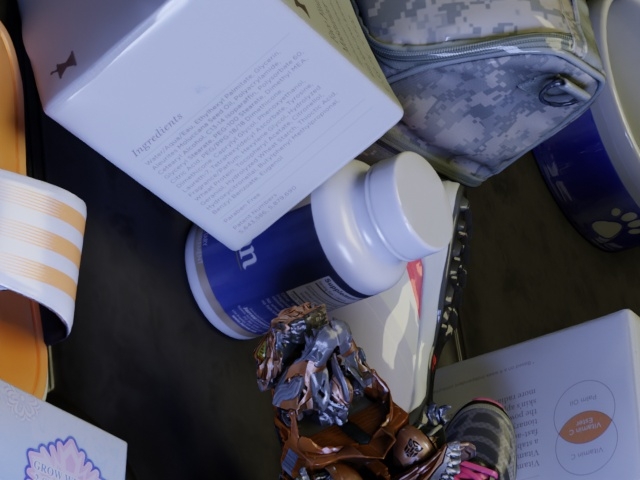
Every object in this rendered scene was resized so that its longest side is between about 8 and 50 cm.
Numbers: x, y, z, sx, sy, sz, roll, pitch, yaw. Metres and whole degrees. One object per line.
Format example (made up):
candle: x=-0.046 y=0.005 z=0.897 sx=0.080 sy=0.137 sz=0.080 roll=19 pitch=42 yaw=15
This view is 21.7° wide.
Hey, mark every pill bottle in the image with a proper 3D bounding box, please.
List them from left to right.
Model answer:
pill bottle: x=0.000 y=0.000 z=1.125 sx=0.094 sy=0.169 sz=0.094 roll=35 pitch=44 yaw=-43

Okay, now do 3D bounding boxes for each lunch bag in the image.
lunch bag: x=0.087 y=-0.204 z=1.301 sx=0.212 sy=0.256 sz=0.305 roll=28 pitch=49 yaw=-48

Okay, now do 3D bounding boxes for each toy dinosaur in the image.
toy dinosaur: x=0.055 y=0.195 z=1.026 sx=0.164 sy=0.218 sz=0.322 roll=-45 pitch=116 yaw=-21

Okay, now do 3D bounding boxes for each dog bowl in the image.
dog bowl: x=0.316 y=-0.125 z=1.760 sx=0.265 sy=0.104 sz=0.264 roll=35 pitch=44 yaw=-44

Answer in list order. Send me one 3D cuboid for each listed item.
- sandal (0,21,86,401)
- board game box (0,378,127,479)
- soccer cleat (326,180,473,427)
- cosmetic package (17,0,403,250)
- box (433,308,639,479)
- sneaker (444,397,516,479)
sandal: x=-0.181 y=-0.031 z=0.951 sx=0.102 sy=0.076 sz=0.265 roll=20 pitch=55 yaw=-51
board game box: x=-0.225 y=0.188 z=0.760 sx=0.319 sy=0.066 sz=0.318 roll=35 pitch=45 yaw=-44
soccer cleat: x=0.028 y=0.099 z=1.200 sx=0.108 sy=0.116 sz=0.318 roll=70 pitch=30 yaw=-66
cosmetic package: x=-0.073 y=-0.124 z=1.067 sx=0.184 sy=0.151 sz=0.151 roll=38 pitch=20 yaw=-41
box: x=0.180 y=0.258 z=1.207 sx=0.168 sy=0.215 sz=0.345 roll=37 pitch=43 yaw=-42
sneaker: x=0.095 y=0.188 z=1.134 sx=0.075 sy=0.063 sz=0.170 roll=98 pitch=12 yaw=-78
